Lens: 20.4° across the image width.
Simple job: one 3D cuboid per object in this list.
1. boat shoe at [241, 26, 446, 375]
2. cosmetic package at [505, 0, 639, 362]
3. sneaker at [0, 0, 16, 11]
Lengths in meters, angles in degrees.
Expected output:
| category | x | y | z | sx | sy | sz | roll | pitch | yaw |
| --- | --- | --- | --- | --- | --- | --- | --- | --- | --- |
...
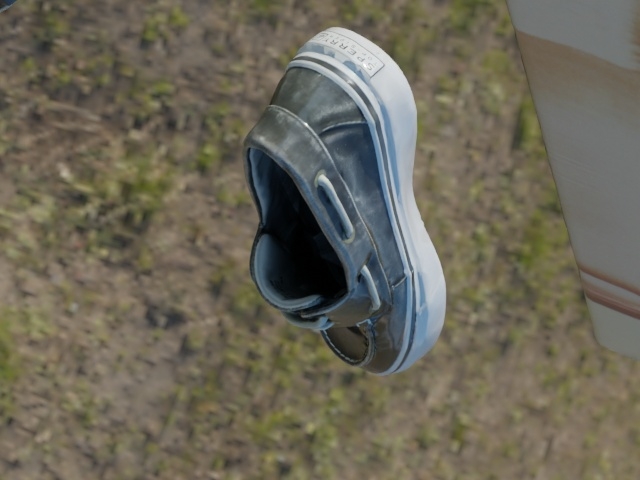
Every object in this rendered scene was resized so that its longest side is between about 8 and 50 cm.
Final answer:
| category | x | y | z | sx | sy | sz | roll | pitch | yaw |
| --- | --- | --- | --- | --- | --- | --- | --- | --- | --- |
| boat shoe | 0.000 | 0.000 | 1.195 | 0.119 | 0.121 | 0.335 | -43 | 147 | -22 |
| cosmetic package | 0.146 | -0.071 | 0.506 | 0.153 | 0.129 | 0.296 | -61 | 154 | -21 |
| sneaker | -0.103 | -0.126 | 0.495 | 0.275 | 0.110 | 0.107 | -20 | 136 | -30 |
